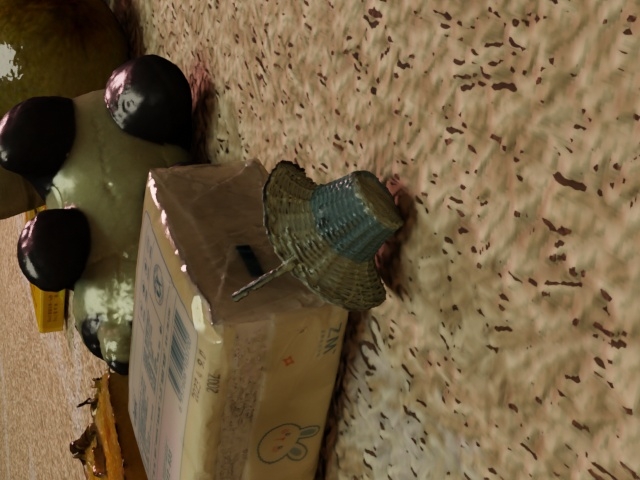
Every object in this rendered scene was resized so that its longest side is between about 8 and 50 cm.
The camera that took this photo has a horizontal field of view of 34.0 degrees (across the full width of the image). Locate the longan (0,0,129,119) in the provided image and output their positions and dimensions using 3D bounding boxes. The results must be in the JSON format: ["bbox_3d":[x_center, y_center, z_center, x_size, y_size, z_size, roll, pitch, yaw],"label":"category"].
[{"bbox_3d":[-0.240,-0.177,0.934,0.155,0.145,0.176,35,126,4],"label":"longan"}]

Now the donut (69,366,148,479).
[{"bbox_3d":[-0.139,0.203,0.838,0.259,0.101,0.152,130,129,-59],"label":"donut"}]

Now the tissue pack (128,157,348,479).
[{"bbox_3d":[-0.056,0.073,0.616,0.148,0.092,0.196,-122,35,-46],"label":"tissue pack"}]

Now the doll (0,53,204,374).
[{"bbox_3d":[-0.137,-0.018,0.748,0.135,0.143,0.234,75,176,-62],"label":"doll"}]

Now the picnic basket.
[{"bbox_3d":[0.000,0.000,0.498,0.083,0.065,0.083,-38,94,27],"label":"picnic basket"}]

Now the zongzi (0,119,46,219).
[{"bbox_3d":[-0.462,-0.227,1.265,0.447,0.181,0.418,15,126,54],"label":"zongzi"}]

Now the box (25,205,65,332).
[{"bbox_3d":[-0.374,-0.016,1.424,0.269,0.043,0.152,105,150,-43],"label":"box"}]
